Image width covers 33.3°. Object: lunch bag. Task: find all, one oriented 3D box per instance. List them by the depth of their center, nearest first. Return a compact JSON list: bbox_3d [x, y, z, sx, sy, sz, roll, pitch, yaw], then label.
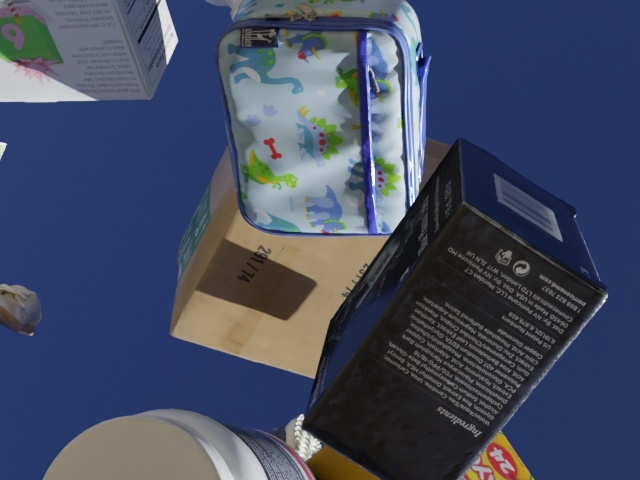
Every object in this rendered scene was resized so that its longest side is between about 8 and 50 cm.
[{"bbox_3d":[0.007,-0.108,0.936,0.176,0.219,0.090,4,-144,10],"label":"lunch bag"}]

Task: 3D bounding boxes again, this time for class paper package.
[{"bbox_3d":[0.000,0.000,1.362,0.168,0.309,0.325,-92,-154,-52],"label":"paper package"}]

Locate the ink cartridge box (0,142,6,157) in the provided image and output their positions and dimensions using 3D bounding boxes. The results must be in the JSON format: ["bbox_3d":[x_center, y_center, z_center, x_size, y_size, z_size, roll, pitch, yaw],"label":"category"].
[{"bbox_3d":[-0.562,-0.046,1.573,0.056,0.171,0.235,20,-85,12],"label":"ink cartridge box"}]

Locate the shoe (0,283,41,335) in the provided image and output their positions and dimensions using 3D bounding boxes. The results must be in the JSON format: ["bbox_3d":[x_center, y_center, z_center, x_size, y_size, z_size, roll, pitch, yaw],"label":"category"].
[{"bbox_3d":[-0.392,0.078,1.339,0.076,0.219,0.058,25,-101,-2],"label":"shoe"}]

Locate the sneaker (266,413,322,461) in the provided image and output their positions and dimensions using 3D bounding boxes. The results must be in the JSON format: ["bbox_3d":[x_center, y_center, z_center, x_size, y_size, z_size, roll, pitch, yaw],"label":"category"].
[{"bbox_3d":[-0.083,0.331,1.317,0.146,0.293,0.102,-22,-78,14],"label":"sneaker"}]

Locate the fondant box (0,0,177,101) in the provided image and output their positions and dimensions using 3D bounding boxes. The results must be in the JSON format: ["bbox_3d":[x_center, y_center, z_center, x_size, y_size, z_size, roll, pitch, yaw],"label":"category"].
[{"bbox_3d":[-0.288,-0.273,0.928,0.238,0.330,0.096,1,-133,15],"label":"fondant box"}]

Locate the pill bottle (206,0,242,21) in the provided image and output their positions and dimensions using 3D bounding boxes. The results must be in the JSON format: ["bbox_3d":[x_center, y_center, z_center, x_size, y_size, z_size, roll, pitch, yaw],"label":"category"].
[{"bbox_3d":[-0.143,-0.496,1.664,0.181,0.181,0.323,-26,-89,14],"label":"pill bottle"}]

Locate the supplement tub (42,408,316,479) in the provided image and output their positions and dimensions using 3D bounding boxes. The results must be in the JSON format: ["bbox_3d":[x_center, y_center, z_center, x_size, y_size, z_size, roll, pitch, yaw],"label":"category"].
[{"bbox_3d":[-0.115,0.252,0.948,0.191,0.272,0.191,-4,-106,14],"label":"supplement tub"}]

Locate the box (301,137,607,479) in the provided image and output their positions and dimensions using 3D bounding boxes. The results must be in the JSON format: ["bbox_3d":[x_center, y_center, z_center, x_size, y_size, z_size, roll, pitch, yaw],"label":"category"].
[{"bbox_3d":[0.075,0.041,0.625,0.093,0.156,0.158,32,-72,-4],"label":"box"}]

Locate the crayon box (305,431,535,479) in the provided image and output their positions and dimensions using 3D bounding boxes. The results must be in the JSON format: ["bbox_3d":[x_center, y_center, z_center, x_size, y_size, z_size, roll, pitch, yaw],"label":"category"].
[{"bbox_3d":[0.119,0.285,1.163,0.081,0.318,0.202,-46,-113,30],"label":"crayon box"}]
